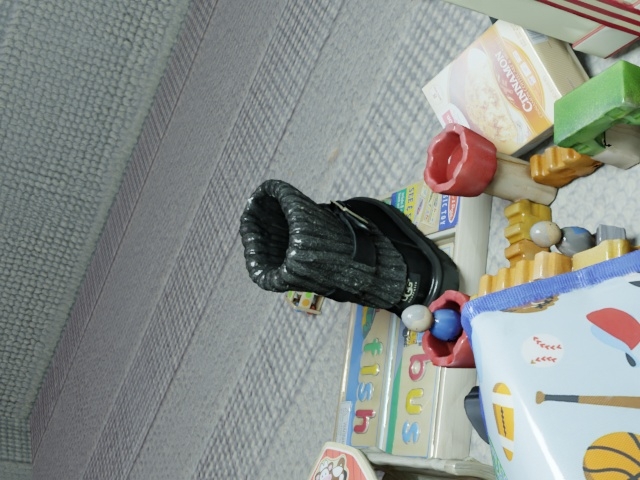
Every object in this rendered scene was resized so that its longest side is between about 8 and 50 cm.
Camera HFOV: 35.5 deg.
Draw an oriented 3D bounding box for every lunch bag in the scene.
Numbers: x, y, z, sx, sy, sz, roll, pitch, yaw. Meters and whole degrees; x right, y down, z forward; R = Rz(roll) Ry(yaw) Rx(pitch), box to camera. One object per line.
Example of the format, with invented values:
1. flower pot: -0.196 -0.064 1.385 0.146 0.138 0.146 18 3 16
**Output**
1. lunch bag: 0.273 0.245 0.766 0.327 0.239 0.385 -106 1 -45

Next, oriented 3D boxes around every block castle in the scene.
1. block castle: 0.268 -0.041 0.992 0.453 0.213 0.302 -32 49 55

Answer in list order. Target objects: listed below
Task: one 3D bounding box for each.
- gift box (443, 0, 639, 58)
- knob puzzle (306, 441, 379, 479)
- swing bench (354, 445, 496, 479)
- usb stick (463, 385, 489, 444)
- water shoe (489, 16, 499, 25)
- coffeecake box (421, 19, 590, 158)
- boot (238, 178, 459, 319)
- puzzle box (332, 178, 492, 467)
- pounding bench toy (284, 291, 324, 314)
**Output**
1. gift box: 0.297 -0.345 1.037 0.276 0.258 0.255 170 115 -77
2. knob puzzle: 0.005 0.324 1.179 0.213 0.030 0.213 -46 32 42
3. swing bench: 0.121 0.374 1.134 0.253 0.165 0.254 -14 58 62
4. usb stick: 0.254 0.185 1.071 0.278 0.045 0.077 -20 97 59
5. water shoe: 0.266 -0.263 1.289 0.073 0.080 0.203 -5 97 51
6. coffeecake box: 0.231 -0.181 1.238 0.185 0.068 0.142 -39 76 51
7. boot: 0.002 -0.004 1.333 0.348 0.260 0.131 31 105 63
8. puzzle box: 0.123 0.116 1.387 0.272 0.052 0.408 -20 59 59
9. pounding bench toy: -0.028 0.085 1.709 0.083 0.052 0.065 39 112 62
